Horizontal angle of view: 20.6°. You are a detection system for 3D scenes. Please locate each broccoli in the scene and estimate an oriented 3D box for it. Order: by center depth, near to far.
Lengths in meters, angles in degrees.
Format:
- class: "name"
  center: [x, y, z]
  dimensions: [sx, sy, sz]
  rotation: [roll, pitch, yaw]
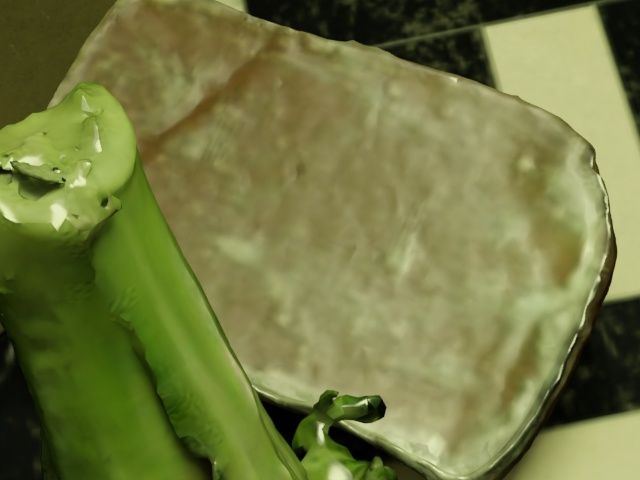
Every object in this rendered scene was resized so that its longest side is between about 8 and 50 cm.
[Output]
- class: "broccoli"
  center: [-0.049, 0.082, 0.558]
  dimensions: [0.145, 0.304, 0.165]
  rotation: [-12, 39, 2]

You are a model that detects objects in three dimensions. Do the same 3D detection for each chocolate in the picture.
- class: "chocolate"
  center: [0.000, 0.002, 0.739]
  dimensions: [0.254, 0.080, 0.157]
  rotation: [21, 76, 21]

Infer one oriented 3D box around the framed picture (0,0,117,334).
- class: "framed picture"
  center: [-0.208, -0.036, 0.834]
  dimensions: [0.232, 0.024, 0.315]
  rotation: [32, 64, 27]
